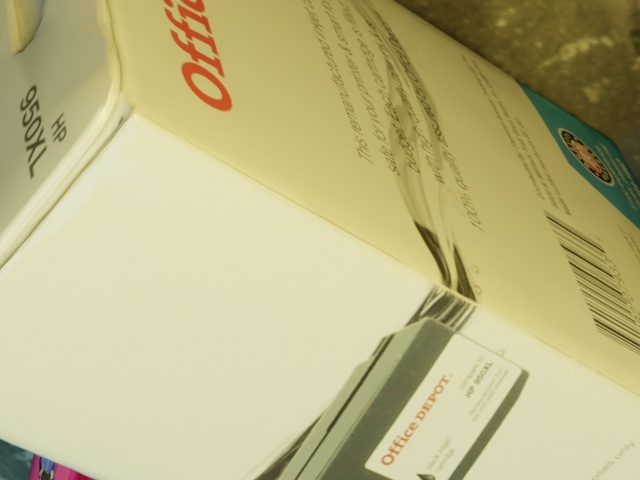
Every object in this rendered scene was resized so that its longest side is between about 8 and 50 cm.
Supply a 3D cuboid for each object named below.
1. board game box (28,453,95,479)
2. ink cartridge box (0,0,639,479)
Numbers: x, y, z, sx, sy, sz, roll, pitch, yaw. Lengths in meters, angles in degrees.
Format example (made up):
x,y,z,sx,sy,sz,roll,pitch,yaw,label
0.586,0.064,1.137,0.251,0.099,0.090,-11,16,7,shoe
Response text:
x,y,z,sx,sy,sz,roll,pitch,yaw,label
0.043,0.162,1.172,0.390,0.050,0.390,13,-177,5,board game box
0.000,0.000,0.877,0.395,0.285,0.166,29,115,-31,ink cartridge box
